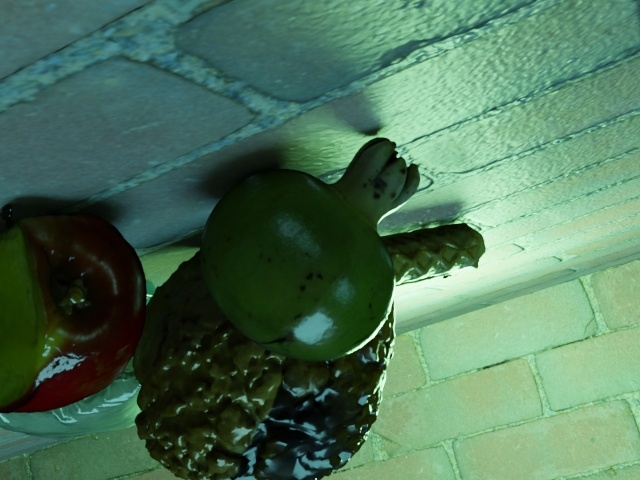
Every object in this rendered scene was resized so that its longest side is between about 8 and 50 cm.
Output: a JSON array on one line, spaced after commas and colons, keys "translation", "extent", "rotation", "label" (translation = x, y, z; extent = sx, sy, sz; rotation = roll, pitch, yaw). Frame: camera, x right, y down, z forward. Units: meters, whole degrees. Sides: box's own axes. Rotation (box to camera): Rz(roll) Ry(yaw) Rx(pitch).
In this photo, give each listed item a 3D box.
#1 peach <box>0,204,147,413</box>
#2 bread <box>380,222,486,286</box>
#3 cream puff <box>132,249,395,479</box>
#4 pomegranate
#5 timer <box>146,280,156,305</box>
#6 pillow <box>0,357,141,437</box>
[{"translation": [-0.261, 0.081, 0.795], "extent": [0.267, 0.154, 0.159], "rotation": [-25, 166, 35], "label": "peach"}, {"translation": [0.069, 0.033, 1.205], "extent": [0.367, 0.084, 0.077], "rotation": [-11, 126, -25], "label": "bread"}, {"translation": [-0.050, 0.153, 1.013], "extent": [0.343, 0.231, 0.327], "rotation": [-31, 133, 1], "label": "cream puff"}, {"translation": [-0.015, -0.001, 0.777], "extent": [0.179, 0.210, 0.179], "rotation": [14, -175, -1], "label": "pomegranate"}, {"translation": [-0.335, 0.095, 1.026], "extent": [0.250, 0.091, 0.232], "rotation": [-29, 165, 7], "label": "timer"}, {"translation": [-0.403, 0.240, 1.395], "extent": [0.283, 0.138, 0.310], "rotation": [-6, 165, -6], "label": "pillow"}]
